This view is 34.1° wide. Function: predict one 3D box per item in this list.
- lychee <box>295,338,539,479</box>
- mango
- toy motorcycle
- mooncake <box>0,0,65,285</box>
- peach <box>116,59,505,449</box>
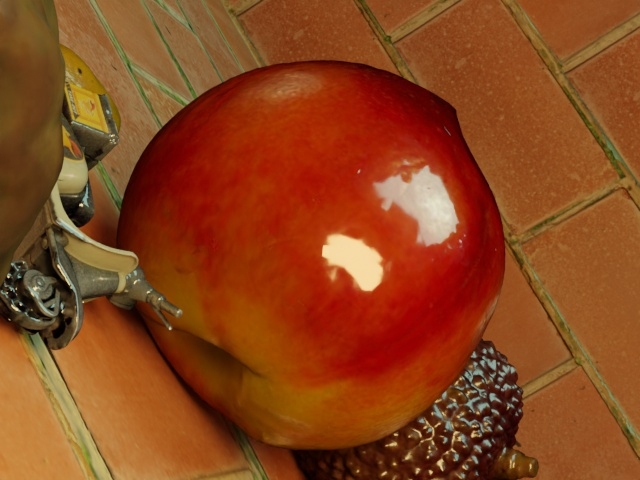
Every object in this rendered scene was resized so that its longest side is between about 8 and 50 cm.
[{"bbox_3d":[0.105,0.227,1.204,0.304,0.276,0.276,13,-20,34],"label":"lychee"},{"bbox_3d":[-0.264,-0.149,1.104,0.190,0.075,0.098,53,14,-68],"label":"mango"},{"bbox_3d":[-0.213,-0.025,0.842,0.157,0.091,0.263,17,43,-49],"label":"toy motorcycle"},{"bbox_3d":[-0.231,-0.071,0.363,0.290,0.290,0.161,50,8,-40],"label":"mooncake"},{"bbox_3d":[0.000,0.000,1.018,0.388,0.388,0.388,55,9,-14],"label":"peach"}]
